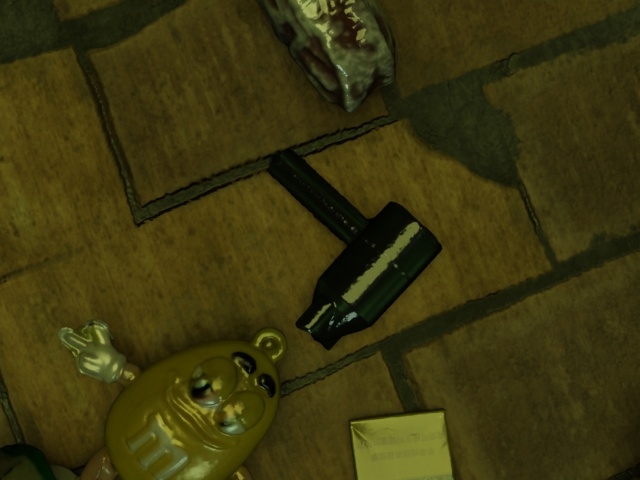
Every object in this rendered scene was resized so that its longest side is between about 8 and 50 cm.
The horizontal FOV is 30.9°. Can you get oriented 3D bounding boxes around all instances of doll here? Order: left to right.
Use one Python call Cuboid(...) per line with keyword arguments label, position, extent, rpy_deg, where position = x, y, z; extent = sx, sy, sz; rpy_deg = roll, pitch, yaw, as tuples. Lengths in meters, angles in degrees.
Cuboid(label="doll", position=(-0.256, 0.299, 1.743), extent=(0.348, 0.161, 0.423), rpy_deg=(15, 98, -1))

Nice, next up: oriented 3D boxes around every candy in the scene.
Cuboid(label="candy", position=(0.007, -0.341, 1.768), extent=(0.157, 0.214, 0.289), rpy_deg=(-33, 88, -6))

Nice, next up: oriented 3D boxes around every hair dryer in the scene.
Cuboid(label="hair dryer", position=(0.000, 0.000, 1.806), extent=(0.302, 0.116, 0.244), rpy_deg=(43, 86, 14))

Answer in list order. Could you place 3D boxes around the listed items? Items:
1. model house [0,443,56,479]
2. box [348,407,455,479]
Cuboid(label="model house", position=(-0.546, 0.539, 1.653), extent=(0.343, 0.334, 0.382), rpy_deg=(-14, 106, 31))
Cuboid(label="box", position=(0.135, 0.407, 1.791), extent=(0.153, 0.041, 0.278), rpy_deg=(-7, 86, -2))
